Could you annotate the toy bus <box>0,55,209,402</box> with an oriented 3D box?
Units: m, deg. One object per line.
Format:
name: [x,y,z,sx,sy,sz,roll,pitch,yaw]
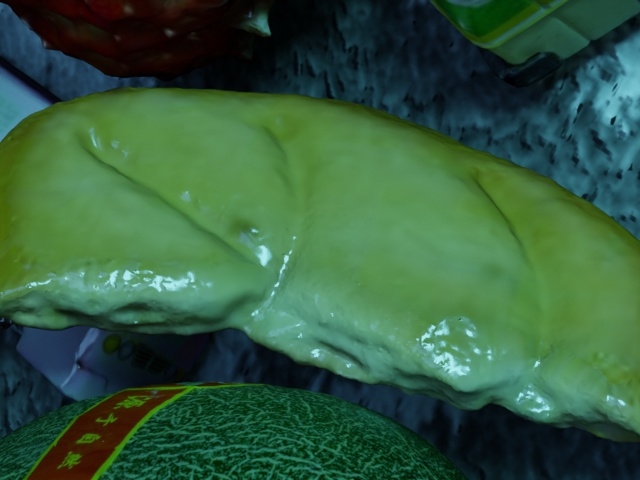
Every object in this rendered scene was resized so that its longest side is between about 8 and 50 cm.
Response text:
toy bus: [-0.161,-0.024,0.782,0.274,0.090,0.112,35,91,31]

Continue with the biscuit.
biscuit: [0.003,-0.003,0.641,0.299,0.045,0.154,10,44,11]

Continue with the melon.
melon: [-0.041,0.144,0.618,0.287,0.182,0.182,-4,79,31]

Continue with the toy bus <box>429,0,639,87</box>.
toy bus: [0.138,-0.201,0.571,0.305,0.179,0.143,-32,66,24]

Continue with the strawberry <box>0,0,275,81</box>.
strawberry: [-0.116,-0.189,0.679,0.205,0.244,0.205,-41,38,44]
